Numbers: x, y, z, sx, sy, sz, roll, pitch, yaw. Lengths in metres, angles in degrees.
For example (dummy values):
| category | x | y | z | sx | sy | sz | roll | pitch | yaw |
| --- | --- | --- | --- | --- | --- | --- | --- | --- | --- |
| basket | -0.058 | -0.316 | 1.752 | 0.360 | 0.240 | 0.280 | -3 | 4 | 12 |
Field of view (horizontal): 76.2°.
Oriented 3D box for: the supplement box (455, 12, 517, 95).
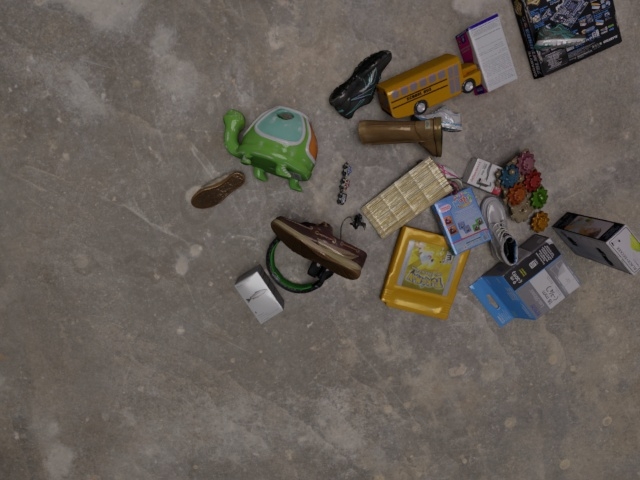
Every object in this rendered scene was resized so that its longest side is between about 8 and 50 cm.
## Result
| category | x | y | z | sx | sy | sz | roll | pitch | yaw |
| --- | --- | --- | --- | --- | --- | --- | --- | --- | --- |
| supplement box | 0.565 | -0.626 | 1.393 | 0.113 | 0.111 | 0.220 | -26 | 102 | 2 |

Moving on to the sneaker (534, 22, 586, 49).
| category | x | y | z | sx | sy | sz | roll | pitch | yaw |
| --- | --- | --- | --- | --- | --- | --- | --- | --- | --- |
| sneaker | 0.797 | -0.682 | 1.353 | 0.166 | 0.065 | 0.076 | -4 | 99 | -3 |

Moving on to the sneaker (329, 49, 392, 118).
| category | x | y | z | sx | sy | sz | roll | pitch | yaw |
| --- | --- | --- | --- | --- | --- | --- | --- | --- | --- |
| sneaker | 0.149 | -0.539 | 1.409 | 0.267 | 0.101 | 0.106 | -43 | 123 | 5 |

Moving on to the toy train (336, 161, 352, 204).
| category | x | y | z | sx | sy | sz | roll | pitch | yaw |
| --- | --- | --- | --- | --- | --- | --- | --- | --- | --- |
| toy train | 0.090 | -0.207 | 1.497 | 0.036 | 0.027 | 0.159 | 7 | 102 | -9 |

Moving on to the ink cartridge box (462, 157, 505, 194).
| category | x | y | z | sx | sy | sz | roll | pitch | yaw |
| --- | --- | --- | --- | --- | --- | --- | --- | --- | --- |
| ink cartridge box | 0.608 | -0.237 | 1.507 | 0.135 | 0.056 | 0.099 | 19 | 101 | -8 |

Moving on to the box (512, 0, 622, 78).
| category | x | y | z | sx | sy | sz | roll | pitch | yaw |
| --- | --- | --- | --- | --- | --- | --- | --- | --- | --- |
| box | 0.846 | -0.759 | 1.402 | 0.295 | 0.073 | 0.294 | -24 | 102 | 3 |

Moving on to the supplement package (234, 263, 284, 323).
| category | x | y | z | sx | sy | sz | roll | pitch | yaw |
| --- | --- | --- | --- | --- | --- | --- | --- | --- | --- |
| supplement package | -0.225 | 0.199 | 1.525 | 0.105 | 0.105 | 0.179 | -32 | 102 | 4 |

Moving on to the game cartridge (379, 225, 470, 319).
| category | x | y | z | sx | sy | sz | roll | pitch | yaw |
| --- | --- | --- | --- | --- | --- | --- | --- | --- | --- |
| game cartridge | 0.404 | 0.127 | 1.577 | 0.285 | 0.053 | 0.324 | 13 | 99 | -6 |

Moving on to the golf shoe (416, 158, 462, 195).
| category | x | y | z | sx | sy | sz | roll | pitch | yaw |
| --- | --- | --- | --- | --- | --- | --- | --- | --- | --- |
| golf shoe | 0.437 | -0.245 | 1.500 | 0.186 | 0.067 | 0.086 | 36 | 60 | -1 |

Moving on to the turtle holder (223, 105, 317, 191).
| category | x | y | z | sx | sy | sz | roll | pitch | yaw |
| --- | --- | --- | --- | --- | --- | --- | --- | --- | --- |
| turtle holder | -0.157 | -0.322 | 1.376 | 0.320 | 0.243 | 0.228 | 17 | 85 | 33 |

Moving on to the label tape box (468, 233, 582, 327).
| category | x | y | z | sx | sy | sz | roll | pitch | yaw |
| --- | --- | --- | --- | --- | --- | --- | --- | --- | --- |
| label tape box | 0.793 | 0.175 | 1.584 | 0.333 | 0.106 | 0.241 | -41 | 101 | 5 |

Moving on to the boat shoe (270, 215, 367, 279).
| category | x | y | z | sx | sy | sz | roll | pitch | yaw |
| --- | --- | --- | --- | --- | --- | --- | --- | --- | --- |
| boat shoe | 0.000 | 0.000 | 1.368 | 0.341 | 0.123 | 0.123 | 28 | 66 | 1 |

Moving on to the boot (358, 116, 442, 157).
| category | x | y | z | sx | sy | sz | roll | pitch | yaw |
| --- | --- | --- | --- | --- | --- | --- | --- | --- | --- |
| boot | 0.287 | -0.361 | 1.429 | 0.269 | 0.236 | 0.089 | 1 | 74 | 18 |

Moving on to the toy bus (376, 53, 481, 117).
| category | x | y | z | sx | sy | sz | roll | pitch | yaw |
| --- | --- | --- | --- | --- | --- | --- | --- | --- | --- |
| toy bus | 0.366 | -0.525 | 1.378 | 0.332 | 0.108 | 0.130 | -24 | 124 | -1 |

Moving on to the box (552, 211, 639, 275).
| category | x | y | z | sx | sy | sz | roll | pitch | yaw |
| --- | --- | --- | --- | --- | --- | --- | --- | --- | --- |
| box | 0.997 | 0.003 | 1.465 | 0.169 | 0.290 | 0.087 | 44 | 97 | -10 |

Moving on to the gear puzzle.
| category | x | y | z | sx | sy | sz | roll | pitch | yaw |
| --- | --- | --- | --- | --- | --- | --- | --- | --- | --- |
| gear puzzle | 0.773 | -0.156 | 1.513 | 0.175 | 0.044 | 0.339 | -38 | 114 | -6 |

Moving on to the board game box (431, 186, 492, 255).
| category | x | y | z | sx | sy | sz | roll | pitch | yaw |
| --- | --- | --- | --- | --- | --- | --- | --- | --- | --- |
| board game box | 0.523 | -0.071 | 1.517 | 0.160 | 0.039 | 0.212 | -23 | 91 | -7 |

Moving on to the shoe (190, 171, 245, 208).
| category | x | y | z | sx | sy | sz | roll | pitch | yaw |
| --- | --- | --- | --- | --- | --- | --- | --- | --- | --- |
| shoe | -0.365 | -0.183 | 1.464 | 0.218 | 0.058 | 0.077 | -27 | 122 | 6 |

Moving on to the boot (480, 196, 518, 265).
| category | x | y | z | sx | sy | sz | roll | pitch | yaw |
| --- | --- | --- | --- | --- | --- | --- | --- | --- | --- |
| boot | 0.678 | -0.035 | 1.521 | 0.095 | 0.123 | 0.259 | -20 | 103 | 1 |

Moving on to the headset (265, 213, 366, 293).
| category | x | y | z | sx | sy | sz | roll | pitch | yaw |
| --- | --- | --- | --- | --- | --- | --- | --- | --- | --- |
| headset | -0.015 | 0.028 | 1.509 | 0.394 | 0.185 | 0.244 | -33 | 99 | 19 |

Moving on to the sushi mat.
| category | x | y | z | sx | sy | sz | roll | pitch | yaw |
| --- | --- | --- | --- | --- | --- | --- | --- | --- | --- |
| sushi mat | 0.312 | -0.150 | 1.487 | 0.316 | 0.019 | 0.151 | -37 | 96 | 18 |

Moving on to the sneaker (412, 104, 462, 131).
| category | x | y | z | sx | sy | sz | roll | pitch | yaw |
| --- | --- | --- | --- | --- | --- | --- | --- | --- | --- |
| sneaker | 0.416 | -0.441 | 1.452 | 0.190 | 0.071 | 0.083 | 6 | 96 | -13 |
